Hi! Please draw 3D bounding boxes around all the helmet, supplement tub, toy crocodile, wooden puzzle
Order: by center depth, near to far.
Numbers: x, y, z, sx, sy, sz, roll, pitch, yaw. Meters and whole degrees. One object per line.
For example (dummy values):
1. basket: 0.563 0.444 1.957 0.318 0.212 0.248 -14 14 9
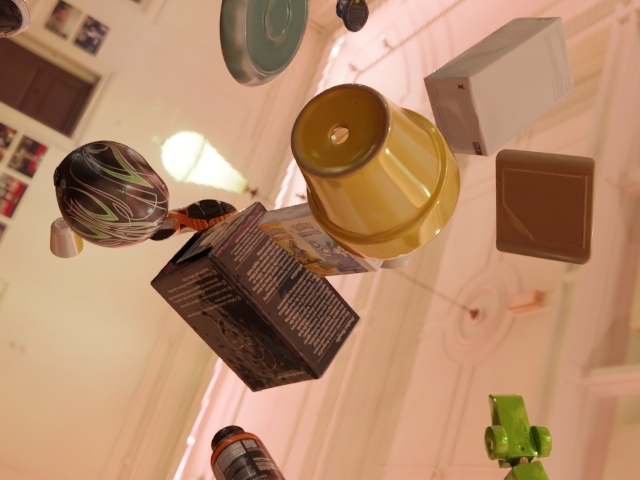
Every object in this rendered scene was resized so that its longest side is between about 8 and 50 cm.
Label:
1. helmet: -0.334 -0.066 1.396 0.161 0.169 0.169 48 -66 25
2. supplement tub: -0.128 0.405 1.506 0.106 0.106 0.198 -58 -147 8
3. toy crocodile: 0.380 0.441 1.610 0.105 0.115 0.340 105 -23 -52
4. wooden puzzle: 0.493 -0.077 1.905 0.221 0.044 0.238 10 -67 32

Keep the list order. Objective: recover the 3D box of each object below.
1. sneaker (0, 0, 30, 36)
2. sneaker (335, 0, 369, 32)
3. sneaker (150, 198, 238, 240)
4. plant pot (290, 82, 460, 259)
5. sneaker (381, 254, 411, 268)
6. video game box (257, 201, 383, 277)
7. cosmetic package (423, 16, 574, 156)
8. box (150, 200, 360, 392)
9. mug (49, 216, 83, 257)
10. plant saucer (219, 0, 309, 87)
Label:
1. sneaker: -0.712 -0.429 1.678 0.153 0.282 0.099 -48 141 -51
2. sneaker: 0.061 -0.459 1.728 0.059 0.053 0.144 125 -28 -48
3. sneaker: -0.359 -0.064 2.430 0.121 0.263 0.099 -89 171 -84
4. plant pot: 0.072 -0.123 1.383 0.254 0.239 0.253 -9 -114 22
5. sneaker: 0.131 -0.089 2.164 0.323 0.130 0.236 -130 -145 -60
6. video game box: 0.000 0.000 1.737 0.205 0.187 0.048 -10 -137 53
7. cosmetic package: 0.454 -0.391 2.168 0.385 0.217 0.156 -34 -151 -29
8. box: -0.156 0.147 2.087 0.294 0.395 0.212 -22 -157 49
9. mug: -0.477 -0.015 1.631 0.064 0.062 0.078 98 19 -45
10. plant saucer: -0.105 -0.478 1.837 0.044 0.317 0.317 19 -103 26
